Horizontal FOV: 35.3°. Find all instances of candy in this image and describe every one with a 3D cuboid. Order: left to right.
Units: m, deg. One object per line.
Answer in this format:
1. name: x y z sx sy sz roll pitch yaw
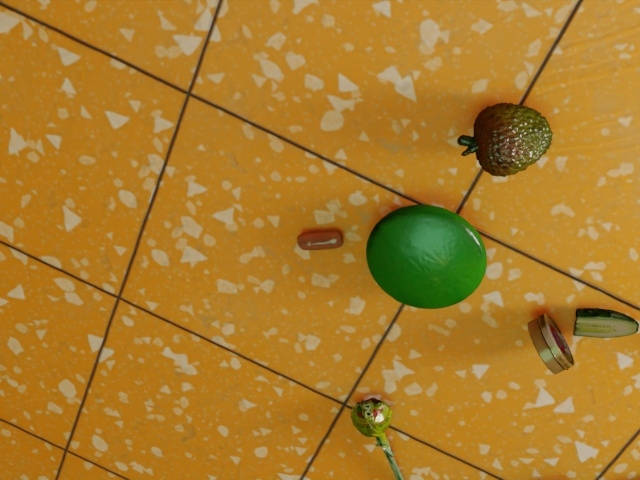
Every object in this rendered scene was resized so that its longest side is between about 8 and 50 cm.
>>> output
1. candy: 0.130 0.414 2.016 0.077 0.073 0.262 4 133 36

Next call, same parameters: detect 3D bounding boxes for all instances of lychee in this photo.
1. lychee: 0.286 -0.157 1.561 0.146 0.114 0.114 -12 119 2

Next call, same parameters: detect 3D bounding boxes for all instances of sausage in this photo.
1. sausage: 0.000 0.000 1.793 0.083 0.034 0.034 -4 121 18

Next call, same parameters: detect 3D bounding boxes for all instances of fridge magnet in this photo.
1. fridge magnet: 0.181 0.026 1.723 0.208 0.088 0.208 8 125 11

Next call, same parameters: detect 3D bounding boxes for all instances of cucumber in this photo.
1. cucumber: 0.494 0.139 1.737 0.107 0.035 0.067 3 141 13

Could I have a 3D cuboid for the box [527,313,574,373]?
1. box: 0.400 0.180 1.747 0.037 0.105 0.105 -30 110 19
